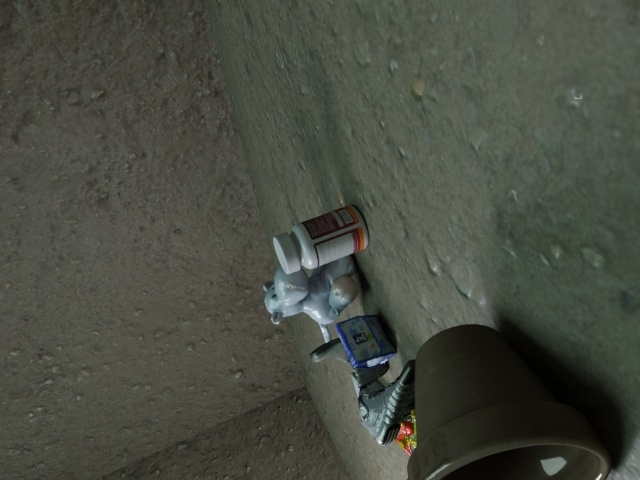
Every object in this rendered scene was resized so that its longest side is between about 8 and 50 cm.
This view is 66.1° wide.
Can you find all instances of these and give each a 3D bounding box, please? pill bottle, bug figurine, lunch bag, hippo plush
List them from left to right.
[{"bbox_3d":[-0.048,0.138,1.454,0.234,0.236,0.294,-103,27,-45],"label":"hippo plush"},{"bbox_3d":[0.000,0.000,1.246,0.121,0.221,0.121,160,90,-76],"label":"pill bottle"},{"bbox_3d":[0.116,0.277,1.342,0.096,0.151,0.129,-47,56,32],"label":"lunch bag"},{"bbox_3d":[0.287,0.609,1.334,0.216,0.072,0.279,139,109,-77],"label":"bug figurine"}]

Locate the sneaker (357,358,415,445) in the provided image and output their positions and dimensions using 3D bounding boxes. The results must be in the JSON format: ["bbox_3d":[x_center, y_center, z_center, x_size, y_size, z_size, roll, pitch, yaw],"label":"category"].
[{"bbox_3d":[0.157,0.378,1.226,0.132,0.086,0.229,28,97,43],"label":"sneaker"}]

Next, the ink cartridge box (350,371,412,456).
[{"bbox_3d":[0.203,0.591,1.665,0.275,0.060,0.239,-160,52,-72],"label":"ink cartridge box"}]

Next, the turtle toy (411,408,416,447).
[{"bbox_3d":[0.269,0.463,1.203,0.130,0.066,0.095,126,146,-71],"label":"turtle toy"}]

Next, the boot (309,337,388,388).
[{"bbox_3d":[0.094,0.351,1.417,0.083,0.246,0.161,-35,72,47],"label":"boot"}]

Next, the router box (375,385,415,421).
[{"bbox_3d":[0.201,0.433,1.307,0.092,0.122,0.038,58,153,36],"label":"router box"}]

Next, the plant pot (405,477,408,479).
[{"bbox_3d":[0.251,0.624,1.069,0.284,0.190,0.285,180,90,-82],"label":"plant pot"}]

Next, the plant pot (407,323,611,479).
[{"bbox_3d":[0.236,0.256,0.725,0.229,0.262,0.263,-101,2,-50],"label":"plant pot"}]
